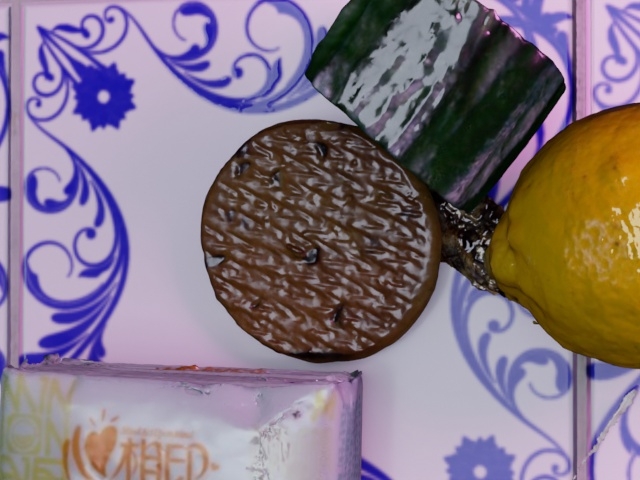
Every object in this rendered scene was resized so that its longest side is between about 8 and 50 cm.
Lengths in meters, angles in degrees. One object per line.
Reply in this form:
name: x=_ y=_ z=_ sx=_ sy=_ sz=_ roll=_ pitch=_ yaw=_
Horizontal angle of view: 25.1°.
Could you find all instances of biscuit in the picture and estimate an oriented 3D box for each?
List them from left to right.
biscuit: x=0.000 y=0.000 z=1.196 sx=0.212 sy=0.036 sz=0.212 roll=2 pitch=97 yaw=18

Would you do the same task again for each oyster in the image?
oyster: x=0.129 y=-0.005 z=1.182 sx=0.132 sy=0.029 sz=0.086 roll=23 pitch=94 yaw=15

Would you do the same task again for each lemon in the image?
lemon: x=0.250 y=-0.006 z=1.070 sx=0.260 sy=0.204 sz=0.204 roll=-11 pitch=87 yaw=12

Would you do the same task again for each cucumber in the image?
cucumber: x=0.088 y=-0.123 z=1.115 sx=0.191 sy=0.191 sz=0.130 roll=41 pitch=94 yaw=10

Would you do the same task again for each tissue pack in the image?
tissue pack: x=-0.113 y=0.295 z=1.165 sx=0.287 sy=0.162 sz=0.388 roll=2 pitch=90 yaw=9

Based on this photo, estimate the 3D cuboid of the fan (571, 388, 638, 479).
fan: x=0.169 y=0.246 z=1.177 sx=0.182 sy=0.010 sz=0.310 roll=37 pitch=100 yaw=10
